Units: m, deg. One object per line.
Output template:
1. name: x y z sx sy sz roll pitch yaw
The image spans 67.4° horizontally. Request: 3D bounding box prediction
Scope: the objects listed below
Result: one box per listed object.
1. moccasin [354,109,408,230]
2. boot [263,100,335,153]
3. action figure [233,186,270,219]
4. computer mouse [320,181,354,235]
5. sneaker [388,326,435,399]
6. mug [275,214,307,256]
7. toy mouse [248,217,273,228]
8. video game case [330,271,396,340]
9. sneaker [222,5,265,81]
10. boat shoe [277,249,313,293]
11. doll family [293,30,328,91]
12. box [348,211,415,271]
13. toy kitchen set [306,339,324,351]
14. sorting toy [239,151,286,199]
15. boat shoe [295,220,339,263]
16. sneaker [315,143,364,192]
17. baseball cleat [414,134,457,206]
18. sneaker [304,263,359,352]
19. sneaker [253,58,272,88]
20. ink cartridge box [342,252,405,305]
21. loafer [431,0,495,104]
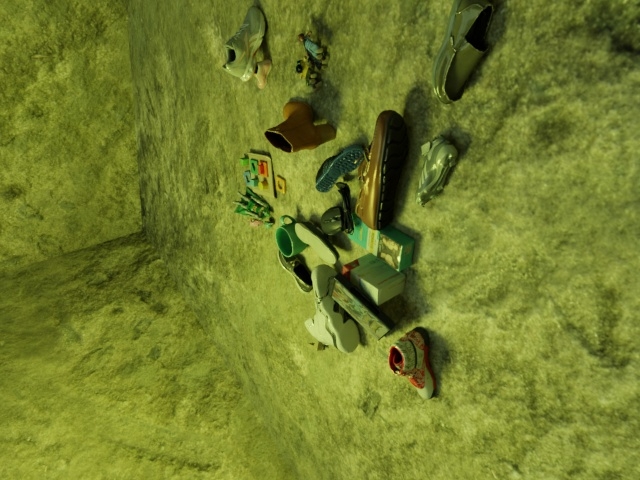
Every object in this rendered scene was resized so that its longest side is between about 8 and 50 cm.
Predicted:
1. moccasin: 0.168 -0.211 1.433 0.147 0.139 0.380 34 144 29
2. boot: -0.110 -0.393 1.647 0.295 0.211 0.104 40 137 37
3. action figure: -0.306 -0.155 2.194 0.232 0.063 0.137 27 95 37
4. computer mouse: 0.043 -0.107 1.680 0.262 0.060 0.184 179 86 -73
5. sneaker: 0.297 0.432 1.591 0.090 0.144 0.270 15 121 51
6. mug: -0.110 -0.018 1.970 0.129 0.097 0.158 45 140 33
7. toy mouse: -0.265 -0.074 2.147 0.143 0.161 0.031 14 95 35
8. video game case: 0.137 0.236 1.664 0.248 0.035 0.275 43 166 12
9. sneaker: -0.284 -0.724 1.742 0.099 0.120 0.263 19 99 51
10. boat shoe: -0.100 0.118 2.057 0.228 0.081 0.069 54 143 10
11. doll family: -0.037 -0.586 1.564 0.111 0.075 0.193 55 140 28
12. box: 0.194 -0.004 1.566 0.244 0.060 0.101 36 135 41
13. toy kitchen set: -0.007 0.452 2.151 0.083 0.068 0.075 9 87 54
14. sorting toy: -0.267 -0.281 2.094 0.347 0.047 0.196 20 124 49
15. boat shoe: 0.000 0.000 1.836 0.254 0.079 0.095 36 140 44
16. sneaker: 0.058 -0.258 1.604 0.232 0.081 0.091 -38 37 39
17. baseball cleat: 0.302 -0.193 1.309 0.110 0.072 0.206 64 145 33
18. sneaker: 0.013 0.273 1.920 0.210 0.137 0.366 -9 104 54
19. sneaker: -0.235 -0.629 1.825 0.051 0.070 0.134 57 147 14
20. ink cartridge box: 0.177 0.127 1.604 0.175 0.127 0.073 33 135 42
21. loafer: 0.326 -0.430 1.096 0.087 0.094 0.251 42 139 42
